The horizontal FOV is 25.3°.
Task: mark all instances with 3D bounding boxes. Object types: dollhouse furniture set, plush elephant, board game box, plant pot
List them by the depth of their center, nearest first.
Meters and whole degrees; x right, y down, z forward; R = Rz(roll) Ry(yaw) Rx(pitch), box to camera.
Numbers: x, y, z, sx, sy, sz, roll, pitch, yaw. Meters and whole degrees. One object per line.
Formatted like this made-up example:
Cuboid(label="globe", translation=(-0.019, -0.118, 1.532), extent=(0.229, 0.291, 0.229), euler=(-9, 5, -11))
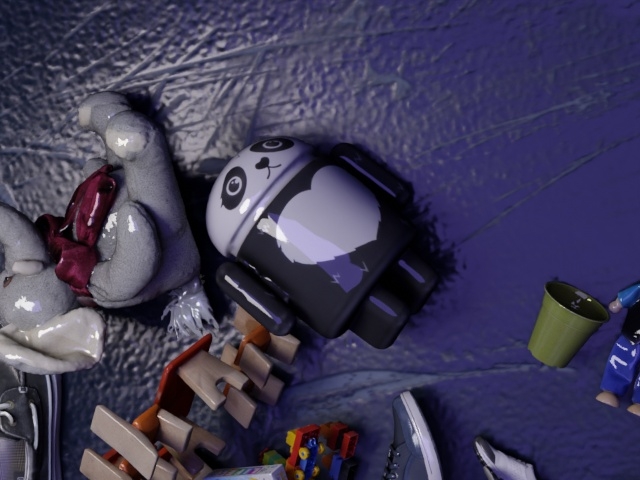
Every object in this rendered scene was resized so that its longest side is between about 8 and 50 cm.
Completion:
Cuboid(label="plant pot", translation=(0.279, 0.102, 1.646), extent=(0.083, 0.083, 0.079), euler=(29, 112, 9))
Cuboid(label="board game box", translation=(-0.067, 0.337, 1.659), extent=(0.103, 0.026, 0.154), euler=(-11, 102, 35))
Cuboid(label="plush elephant", translation=(-0.285, 0.012, 1.663), extent=(0.255, 0.272, 0.330), euler=(-22, 114, -11))
Cuboid(label="dollhouse furniture set", translation=(-0.178, 0.213, 1.673), extent=(0.135, 0.262, 0.259), euler=(36, 133, 17))

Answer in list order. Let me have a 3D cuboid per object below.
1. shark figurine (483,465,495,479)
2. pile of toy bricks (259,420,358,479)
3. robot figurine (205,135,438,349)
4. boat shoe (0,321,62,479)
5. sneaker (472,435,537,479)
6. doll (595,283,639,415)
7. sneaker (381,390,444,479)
Cuboid(label="shark figurine", translation=(0.200, 0.384, 1.651), extent=(0.116, 0.166, 0.278), euler=(-27, 127, -1))
Cuboid(label="pile of toy bricks", translation=(-0.039, 0.294, 1.724), extent=(0.105, 0.118, 0.212), euler=(32, 119, 37))
Cuboid(label="robot figurine", translation=(-0.001, 0.000, 1.645), extent=(0.278, 0.209, 0.173), euler=(39, 114, 7))
Cuboid(label="boat shoe", translation=(-0.389, 0.232, 1.776), extent=(0.121, 0.119, 0.335), euler=(-10, 92, 13))
Cuboid(label="sneaker", translation=(0.224, 0.270, 1.688), extent=(0.044, 0.040, 0.109), euler=(-43, 88, -5))
Cuboid(label="doll", translation=(0.386, 0.108, 1.632), extent=(0.129, 0.046, 0.189), euler=(21, 92, 20))
Cuboid(label="sneaker", translation=(0.066, 0.300, 1.682), extent=(0.164, 0.086, 0.226), euler=(-11, 92, -2))
